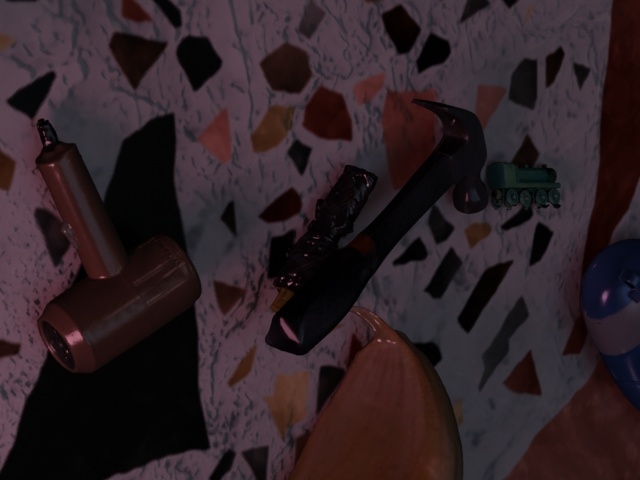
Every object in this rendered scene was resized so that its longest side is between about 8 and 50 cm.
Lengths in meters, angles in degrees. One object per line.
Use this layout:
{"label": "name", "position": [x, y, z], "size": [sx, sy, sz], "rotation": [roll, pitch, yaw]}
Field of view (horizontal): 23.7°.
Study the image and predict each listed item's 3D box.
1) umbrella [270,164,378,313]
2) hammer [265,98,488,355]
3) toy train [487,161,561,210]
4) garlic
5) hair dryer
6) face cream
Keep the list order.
{"label": "umbrella", "position": [0.000, 0.000, 1.262], "size": [0.037, 0.040, 0.144], "rotation": [42, 70, -31]}
{"label": "hammer", "position": [0.051, -0.010, 1.257], "size": [0.290, 0.037, 0.137], "rotation": [-45, 138, -35]}
{"label": "toy train", "position": [0.190, -0.050, 1.417], "size": [0.092, 0.029, 0.045], "rotation": [-2, 86, -43]}
{"label": "garlic", "position": [0.041, 0.194, 1.300], "size": [0.164, 0.145, 0.245], "rotation": [25, 81, -10]}
{"label": "hair dryer", "position": [-0.171, -0.004, 1.112], "size": [0.117, 0.064, 0.181], "rotation": [-34, 112, -28]}
{"label": "face cream", "position": [0.347, 0.095, 1.544], "size": [0.264, 0.083, 0.149], "rotation": [44, 71, -38]}
